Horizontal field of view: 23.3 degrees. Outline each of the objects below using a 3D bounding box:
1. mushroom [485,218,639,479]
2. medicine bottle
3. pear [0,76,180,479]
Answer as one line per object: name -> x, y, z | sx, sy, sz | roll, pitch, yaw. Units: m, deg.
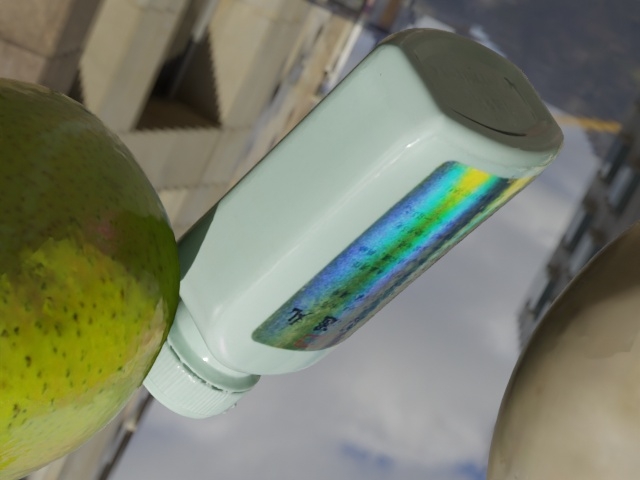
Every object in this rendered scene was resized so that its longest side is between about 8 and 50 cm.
mushroom -> 0.218, 0.121, 0.554 | 0.292, 0.293, 0.290 | 17, -168, -28
medicine bottle -> 0.000, 0.000, 0.742 | 0.121, 0.229, 0.083 | 0, -127, -54
pear -> -0.157, 0.025, 0.654 | 0.187, 0.187, 0.220 | 26, -152, 0
